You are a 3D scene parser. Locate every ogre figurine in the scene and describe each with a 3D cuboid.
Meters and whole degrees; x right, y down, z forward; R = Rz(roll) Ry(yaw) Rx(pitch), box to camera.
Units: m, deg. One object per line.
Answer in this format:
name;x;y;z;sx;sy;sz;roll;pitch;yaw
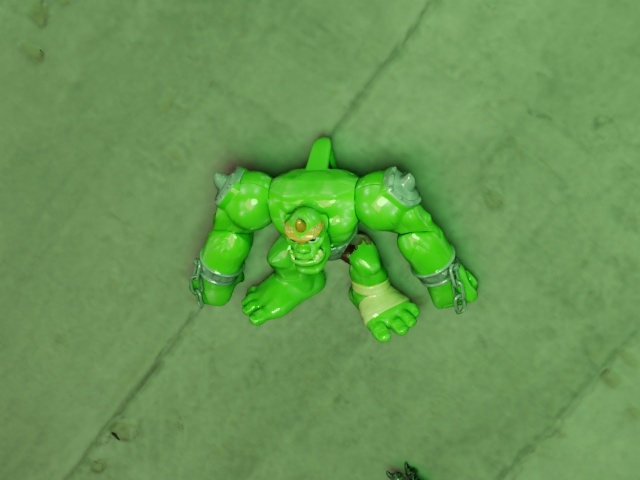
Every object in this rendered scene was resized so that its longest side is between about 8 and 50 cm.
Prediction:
ogre figurine;0.000;0.000;1.281;0.197;0.097;0.118;14;135;29

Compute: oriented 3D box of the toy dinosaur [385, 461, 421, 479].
toy dinosaur;0.079;0.240;1.376;0.268;0.064;0.118;22;124;6
